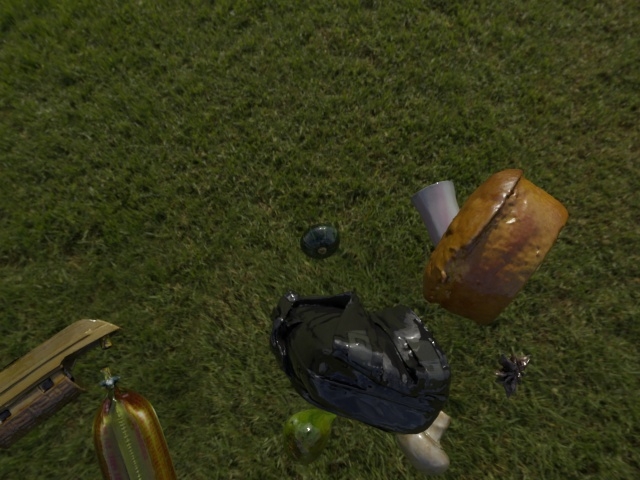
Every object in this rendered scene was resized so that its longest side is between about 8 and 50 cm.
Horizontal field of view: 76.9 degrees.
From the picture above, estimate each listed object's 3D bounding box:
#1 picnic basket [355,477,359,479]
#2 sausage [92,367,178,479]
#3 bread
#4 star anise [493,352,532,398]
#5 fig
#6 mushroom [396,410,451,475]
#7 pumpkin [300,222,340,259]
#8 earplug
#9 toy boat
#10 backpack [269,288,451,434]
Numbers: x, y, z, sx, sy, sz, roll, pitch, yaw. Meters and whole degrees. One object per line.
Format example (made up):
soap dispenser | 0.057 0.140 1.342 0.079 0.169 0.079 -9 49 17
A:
picnic basket | 0.108 0.796 1.120 0.154 0.196 0.134 -43 83 -14
sausage | -0.354 0.387 0.747 0.118 0.125 0.316 -15 97 -4
bread | 0.325 0.010 0.771 0.173 0.312 0.312 33 75 15
star anise | 0.526 0.372 1.107 0.124 0.056 0.129 9 95 -22
fig | -0.043 0.656 1.398 0.167 0.233 0.166 5 109 13
mushroom | 0.371 0.705 1.420 0.206 0.206 0.209 45 53 14
pumpkin | 0.001 0.003 1.638 0.168 0.167 0.125 -2 35 0
earplug | 0.473 -0.052 1.512 0.173 0.172 0.300 -17 74 -5
toy boat | -0.370 0.190 0.541 0.226 0.068 0.088 -37 85 -22
backpack | 0.079 0.237 0.839 0.364 0.446 0.254 16 86 -14
